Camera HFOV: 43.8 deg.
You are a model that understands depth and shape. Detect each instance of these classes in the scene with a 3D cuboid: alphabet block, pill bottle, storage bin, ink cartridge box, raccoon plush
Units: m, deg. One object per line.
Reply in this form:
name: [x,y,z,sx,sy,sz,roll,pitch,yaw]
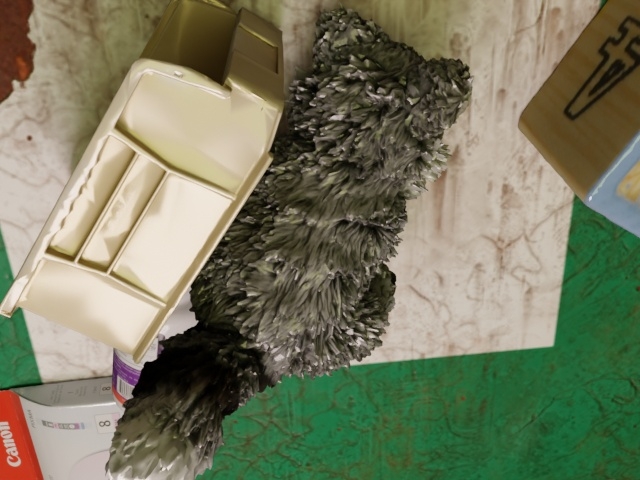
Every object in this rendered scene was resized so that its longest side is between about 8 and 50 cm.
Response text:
alphabet block: [0.349,-0.114,0.791,0.192,0.197,0.193,28,112,-20]
pill bottle: [-0.178,0.099,0.901,0.108,0.108,0.193,5,119,-10]
storage bin: [-0.142,-0.075,0.711,0.123,0.262,0.260,29,112,-16]
ink cartridge box: [-0.339,0.270,1.012,0.232,0.066,0.189,-7,120,-7]
raccoon plush: [0.000,0.000,0.700,0.216,0.446,0.299,21,129,-3]
